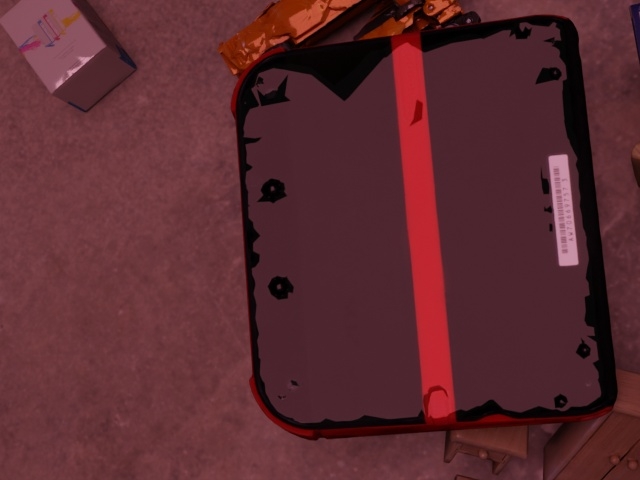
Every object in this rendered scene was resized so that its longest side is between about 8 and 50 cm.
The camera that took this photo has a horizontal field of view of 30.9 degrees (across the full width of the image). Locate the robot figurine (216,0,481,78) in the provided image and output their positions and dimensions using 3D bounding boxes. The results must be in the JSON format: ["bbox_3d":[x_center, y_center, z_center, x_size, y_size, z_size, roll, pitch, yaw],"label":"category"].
[{"bbox_3d":[0.038,-0.237,1.329,0.291,0.085,0.211,-30,76,9],"label":"robot figurine"}]

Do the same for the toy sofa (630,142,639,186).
[{"bbox_3d":[0.467,-0.195,1.179,0.177,0.150,0.362,22,88,19],"label":"toy sofa"}]

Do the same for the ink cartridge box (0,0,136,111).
[{"bbox_3d":[-0.313,-0.246,1.416,0.090,0.092,0.143,-40,73,7],"label":"ink cartridge box"}]

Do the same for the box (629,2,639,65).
[{"bbox_3d":[0.380,-0.129,1.095,0.137,0.036,0.225,-10,76,17],"label":"box"}]

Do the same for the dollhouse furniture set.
[{"bbox_3d":[0.261,0.309,1.047,0.303,0.173,0.355,15,50,-4],"label":"dollhouse furniture set"}]

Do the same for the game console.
[{"bbox_3d":[0.089,-0.012,1.104,0.342,0.060,0.386,-6,83,8],"label":"game console"}]
